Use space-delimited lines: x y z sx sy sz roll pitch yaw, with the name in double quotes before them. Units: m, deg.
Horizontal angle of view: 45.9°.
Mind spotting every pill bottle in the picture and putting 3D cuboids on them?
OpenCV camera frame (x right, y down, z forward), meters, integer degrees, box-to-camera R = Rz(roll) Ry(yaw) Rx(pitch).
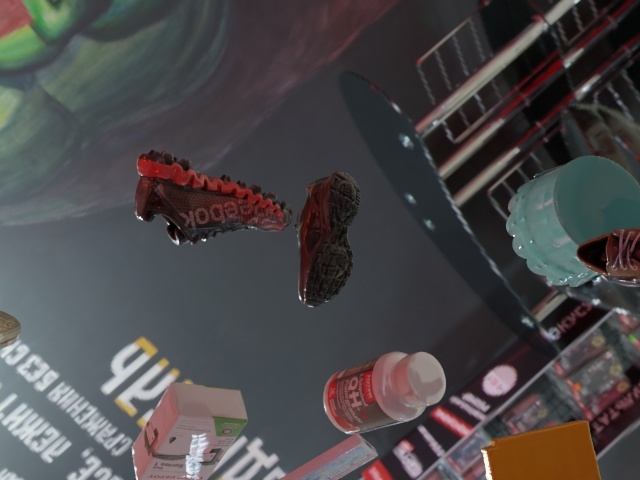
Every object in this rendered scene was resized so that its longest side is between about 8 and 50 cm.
"pill bottle" 0.166 0.386 1.940 0.176 0.176 0.318 50 138 -8

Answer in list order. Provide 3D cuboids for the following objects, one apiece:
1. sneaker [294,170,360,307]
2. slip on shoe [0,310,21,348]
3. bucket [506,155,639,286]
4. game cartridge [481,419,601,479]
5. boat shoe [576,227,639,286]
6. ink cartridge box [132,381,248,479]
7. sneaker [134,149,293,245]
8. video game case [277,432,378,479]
"sneaker" 0.000 0.000 1.577 0.109 0.286 0.130 24 163 -37
"slip on shoe" -0.472 0.125 0.990 0.123 0.101 0.331 31 165 -21
"bucket" 0.585 -0.048 1.706 0.281 0.281 0.183 49 156 2
"game cartridge" 0.549 0.621 1.827 0.053 0.285 0.323 139 122 -73
"boat shoe" 0.325 0.019 0.774 0.066 0.066 0.183 13 171 -8
"ink cartridge box" -0.272 0.402 1.561 0.160 0.219 0.092 13 -147 -32
"sneaker" -0.178 -0.047 1.228 0.276 0.135 0.098 17 179 -28
"video game case" 0.020 0.502 1.666 0.025 0.204 0.285 59 179 24
